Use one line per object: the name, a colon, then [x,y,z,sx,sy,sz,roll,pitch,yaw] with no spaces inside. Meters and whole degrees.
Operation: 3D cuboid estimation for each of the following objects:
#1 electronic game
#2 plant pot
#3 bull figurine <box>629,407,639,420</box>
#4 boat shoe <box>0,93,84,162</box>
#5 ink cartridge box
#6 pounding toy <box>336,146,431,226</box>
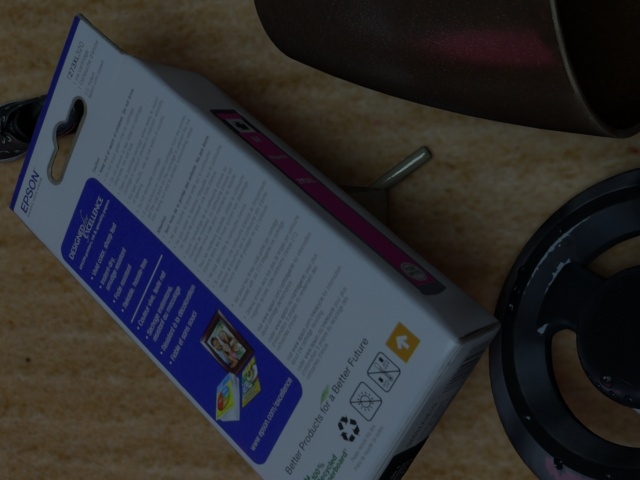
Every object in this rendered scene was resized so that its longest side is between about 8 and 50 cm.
electronic game: [0.205,0.060,0.623,0.229,0.048,0.229,-20,60,38]
plant pot: [0.077,-0.169,0.615,0.230,0.215,0.216,3,101,36]
bull figurine: [0.296,0.162,0.603,0.188,0.101,0.311,-8,75,44]
boat shoe: [-0.247,-0.098,0.836,0.142,0.040,0.049,-14,94,24]
ink cartridge box: [-0.068,0.013,0.682,0.371,0.069,0.176,40,119,23]
pounding toy: [0.000,0.000,0.734,0.130,0.100,0.141,7,100,36]
